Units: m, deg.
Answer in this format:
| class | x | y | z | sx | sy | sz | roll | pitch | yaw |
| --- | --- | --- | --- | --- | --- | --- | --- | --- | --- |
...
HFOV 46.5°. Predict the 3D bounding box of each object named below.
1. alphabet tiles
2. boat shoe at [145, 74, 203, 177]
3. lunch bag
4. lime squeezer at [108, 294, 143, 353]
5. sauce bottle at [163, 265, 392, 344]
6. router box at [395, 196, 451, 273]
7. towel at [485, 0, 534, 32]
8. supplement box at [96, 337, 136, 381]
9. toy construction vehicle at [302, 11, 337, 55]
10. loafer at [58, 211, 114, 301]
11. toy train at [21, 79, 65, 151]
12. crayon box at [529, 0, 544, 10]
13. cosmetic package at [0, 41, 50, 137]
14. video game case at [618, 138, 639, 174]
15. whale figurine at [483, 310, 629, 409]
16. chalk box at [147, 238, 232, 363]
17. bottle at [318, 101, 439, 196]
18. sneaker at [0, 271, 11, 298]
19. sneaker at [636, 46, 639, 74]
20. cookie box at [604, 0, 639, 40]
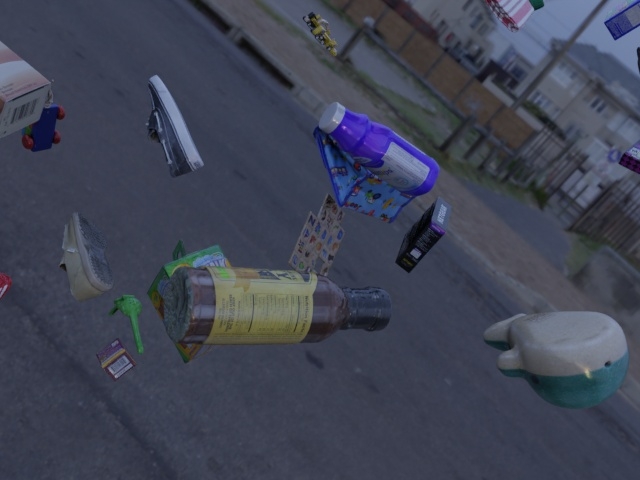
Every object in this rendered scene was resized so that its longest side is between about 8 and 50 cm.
| class | x | y | z | sx | sy | sz | roll | pitch | yaw |
| --- | --- | --- | --- | --- | --- | --- | --- | --- | --- |
| alphabet tiles | 0.000 | 0.000 | 2.053 | 0.009 | 0.237 | 0.198 | 11 | -21 | 32 |
| boat shoe | -0.399 | -0.291 | 1.910 | 0.301 | 0.102 | 0.108 | 63 | -3 | 19 |
| lunch bag | 0.109 | -0.215 | 2.104 | 0.221 | 0.138 | 0.293 | 16 | 36 | -44 |
| lime squeezer | -0.517 | 0.196 | 2.008 | 0.058 | 0.110 | 0.310 | -16 | 20 | -27 |
| sauce bottle | -0.052 | 0.097 | 1.086 | 0.344 | 0.111 | 0.111 | 5 | 34 | -34 |
| router box | 0.240 | -0.015 | 1.721 | 0.046 | 0.133 | 0.179 | 37 | 26 | -2 |
| towel | 0.333 | -0.494 | 1.442 | 0.197 | 0.029 | 0.144 | 48 | 42 | -5 |
| supplement box | -0.399 | 0.232 | 1.454 | 0.043 | 0.055 | 0.083 | 57 | -13 | -22 |
| toy construction vehicle | 0.006 | -0.430 | 1.535 | 0.098 | 0.035 | 0.086 | 30 | 25 | -57 |
| loafer | -0.530 | 0.034 | 1.648 | 0.102 | 0.092 | 0.268 | 47 | 7 | -40 |
| toy train | -0.791 | -0.383 | 2.073 | 0.105 | 0.248 | 0.143 | -22 | 59 | -44 |
| crayon box | 0.384 | -0.629 | 1.559 | 0.278 | 0.081 | 0.165 | 51 | 36 | -36 |
| cosmetic package | -0.782 | -0.382 | 1.682 | 0.296 | 0.129 | 0.153 | 38 | 39 | 1 |
| video game case | 0.883 | -0.185 | 1.830 | 0.232 | 0.042 | 0.210 | 36 | 46 | 26 |
| whale figurine | 0.394 | 0.198 | 1.266 | 0.272 | 0.216 | 0.141 | 8 | -64 | 67 |
| chalk box | -0.329 | 0.139 | 1.967 | 0.179 | 0.180 | 0.289 | -23 | 73 | -36 |
| bottle | 0.125 | -0.197 | 1.616 | 0.282 | 0.092 | 0.118 | 31 | -13 | -26 |
| sneaker | -0.757 | 0.050 | 1.651 | 0.087 | 0.221 | 0.128 | 10 | 7 | 23 |
| sneaker | 0.700 | -0.398 | 1.395 | 0.111 | 0.300 | 0.121 | 25 | -19 | 51 |
| cookie box | 0.543 | -0.395 | 1.266 | 0.040 | 0.107 | 0.092 | 53 | 36 | -9 |
